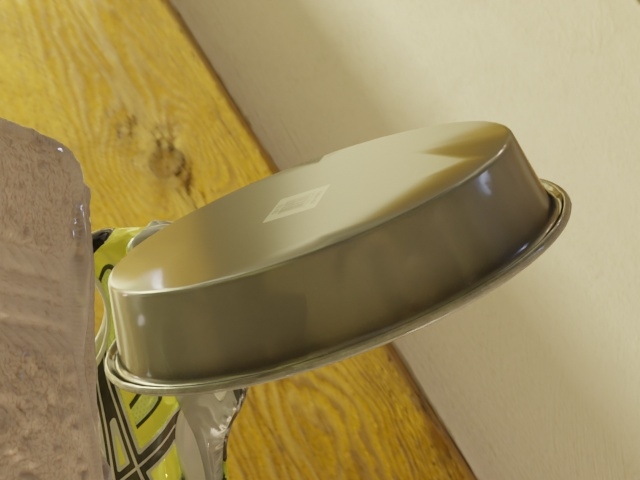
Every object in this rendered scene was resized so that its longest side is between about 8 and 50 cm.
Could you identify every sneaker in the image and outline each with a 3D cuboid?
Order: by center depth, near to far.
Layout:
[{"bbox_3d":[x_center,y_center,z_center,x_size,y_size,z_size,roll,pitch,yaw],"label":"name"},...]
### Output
[{"bbox_3d":[-0.145,0.171,0.925,0.147,0.145,0.384,9,-93,-12],"label":"sneaker"}]

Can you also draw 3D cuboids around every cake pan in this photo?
[{"bbox_3d":[0.000,0.000,0.726,0.293,0.293,0.054,-19,-76,7],"label":"cake pan"}]

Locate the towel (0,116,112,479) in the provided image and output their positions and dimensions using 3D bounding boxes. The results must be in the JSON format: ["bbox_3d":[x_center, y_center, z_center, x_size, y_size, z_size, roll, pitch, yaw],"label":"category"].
[{"bbox_3d":[-0.176,0.027,0.459,0.049,0.282,0.187,-11,-102,26],"label":"towel"}]
